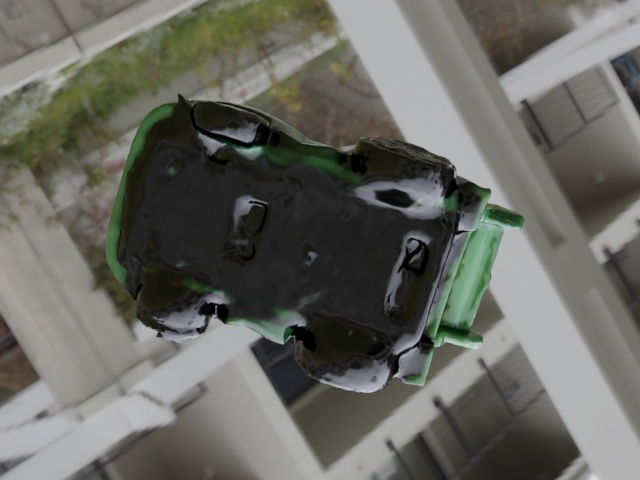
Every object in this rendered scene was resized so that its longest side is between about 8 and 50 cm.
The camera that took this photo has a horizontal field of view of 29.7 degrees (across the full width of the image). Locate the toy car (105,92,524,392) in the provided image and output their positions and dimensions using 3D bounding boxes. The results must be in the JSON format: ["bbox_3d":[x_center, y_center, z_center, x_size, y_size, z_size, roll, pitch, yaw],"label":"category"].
[{"bbox_3d":[0.000,0.000,1.080,0.176,0.359,0.213,-73,179,-79],"label":"toy car"}]
